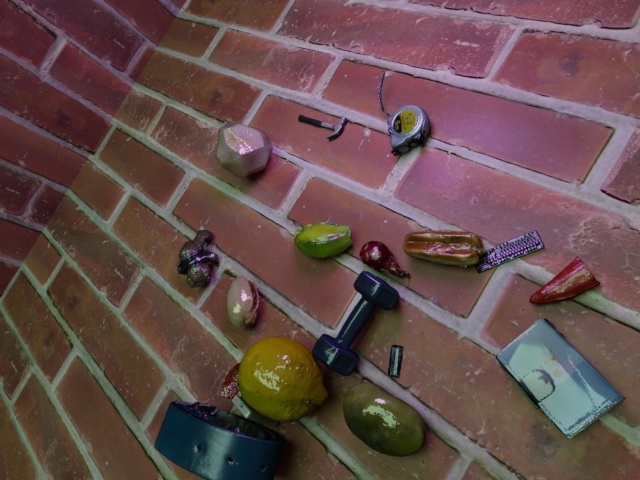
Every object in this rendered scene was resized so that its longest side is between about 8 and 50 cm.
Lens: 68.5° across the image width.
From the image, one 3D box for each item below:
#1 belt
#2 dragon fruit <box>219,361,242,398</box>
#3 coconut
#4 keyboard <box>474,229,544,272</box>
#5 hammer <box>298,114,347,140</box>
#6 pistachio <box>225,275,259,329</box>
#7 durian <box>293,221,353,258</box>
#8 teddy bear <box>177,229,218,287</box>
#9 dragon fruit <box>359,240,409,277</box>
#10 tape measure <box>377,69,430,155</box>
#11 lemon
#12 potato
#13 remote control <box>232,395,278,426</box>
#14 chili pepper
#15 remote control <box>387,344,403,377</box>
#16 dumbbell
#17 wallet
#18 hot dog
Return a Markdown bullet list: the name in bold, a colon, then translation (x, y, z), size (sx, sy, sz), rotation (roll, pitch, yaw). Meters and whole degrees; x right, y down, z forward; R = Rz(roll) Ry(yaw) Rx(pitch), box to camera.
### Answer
- **belt**: translation (-0.317, 0.632, 1.472), size (0.436, 0.300, 0.173), rotation (10, 75, 38)
- **dragon fruit**: translation (-0.251, 0.473, 1.590), size (0.120, 0.161, 0.127), rotation (-9, 77, 31)
- **coconut**: translation (-0.326, -0.371, 1.927), size (0.197, 0.236, 0.237), rotation (138, 141, -65)
- **keyboard**: translation (0.537, 0.033, 1.355), size (0.195, 0.018, 0.060), rotation (-26, 56, 20)
- **hammer**: translation (-0.007, -0.467, 1.895), size (0.246, 0.029, 0.103), rotation (24, 84, 38)
- **pistachio**: translation (-0.298, 0.229, 1.737), size (0.145, 0.117, 0.201), rotation (-30, 57, 25)
- **durian**: translation (0.000, 0.000, 1.659), size (0.250, 0.101, 0.139), rotation (-6, 32, 30)
- **teddy bear**: translation (-0.520, 0.072, 1.933), size (0.181, 0.129, 0.252), rotation (-32, 56, 20)
- **dragon fruit**: translation (0.204, 0.061, 1.511), size (0.190, 0.094, 0.094), rotation (31, 89, 32)
- **tape measure**: translation (0.295, -0.469, 1.667), size (0.163, 0.084, 0.331), rotation (-15, 65, 24)
- **lemon**: translation (-0.118, 0.430, 1.462), size (0.319, 0.245, 0.245), rotation (17, 80, 31)
- **potato**: translation (0.177, 0.503, 1.316), size (0.248, 0.143, 0.170), rotation (18, 119, 31)
- **remote control**: translation (-0.204, 0.549, 1.502), size (0.087, 0.190, 0.029), rotation (35, 82, 37)
- **chili pepper**: translation (0.628, 0.122, 1.236), size (0.168, 0.065, 0.088), rotation (-35, 55, 20)
- **remote control**: translation (0.225, 0.364, 1.417), size (0.039, 0.014, 0.096), rotation (0, 72, 32)
- **dumbbell**: translation (0.109, 0.255, 1.455), size (0.156, 0.143, 0.316), rotation (32, 89, 37)
- **wallet**: translation (0.582, 0.338, 1.166), size (0.176, 0.075, 0.250), rotation (-41, 54, 7)
- **hot dog**: translation (0.368, 0.020, 1.430), size (0.269, 0.072, 0.109), rotation (6, 66, 37)
